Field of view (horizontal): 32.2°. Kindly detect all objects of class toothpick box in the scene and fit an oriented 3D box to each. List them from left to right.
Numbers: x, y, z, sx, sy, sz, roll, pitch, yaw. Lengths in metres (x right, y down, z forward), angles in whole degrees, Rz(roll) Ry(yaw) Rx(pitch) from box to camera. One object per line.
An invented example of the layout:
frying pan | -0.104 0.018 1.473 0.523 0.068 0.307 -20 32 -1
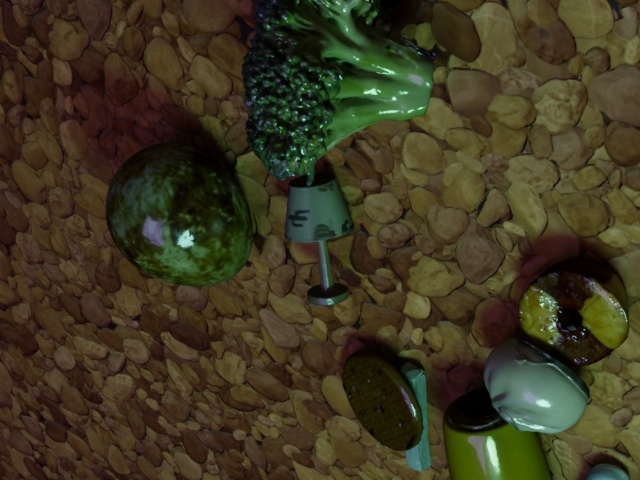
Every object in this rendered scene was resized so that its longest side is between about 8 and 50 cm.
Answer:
toothpick box | 0.304 0.389 1.904 0.175 0.175 0.271 1 119 37

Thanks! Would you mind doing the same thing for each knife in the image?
knife | 0.460 0.487 1.963 0.080 0.044 0.331 28 141 7

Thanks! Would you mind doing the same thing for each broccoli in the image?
broccoli | -0.001 -0.240 1.554 0.324 0.272 0.334 7 84 63

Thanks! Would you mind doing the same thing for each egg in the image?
egg | -0.238 -0.038 1.943 0.289 0.238 0.238 40 142 -27

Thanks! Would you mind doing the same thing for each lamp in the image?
lamp | 0.000 0.000 1.866 0.121 0.121 0.215 6 112 34

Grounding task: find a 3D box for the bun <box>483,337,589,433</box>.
bun | 0.333 0.242 1.764 0.173 0.120 0.173 37 175 4

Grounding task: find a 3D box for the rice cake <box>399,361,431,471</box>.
rice cake | 0.175 0.326 2.046 0.045 0.042 0.245 25 136 37

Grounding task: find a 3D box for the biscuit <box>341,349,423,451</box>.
biscuit | 0.114 0.291 2.031 0.212 0.036 0.212 36 141 36

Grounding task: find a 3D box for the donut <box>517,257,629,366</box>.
donut | 0.392 0.104 1.688 0.166 0.073 0.184 31 136 13
